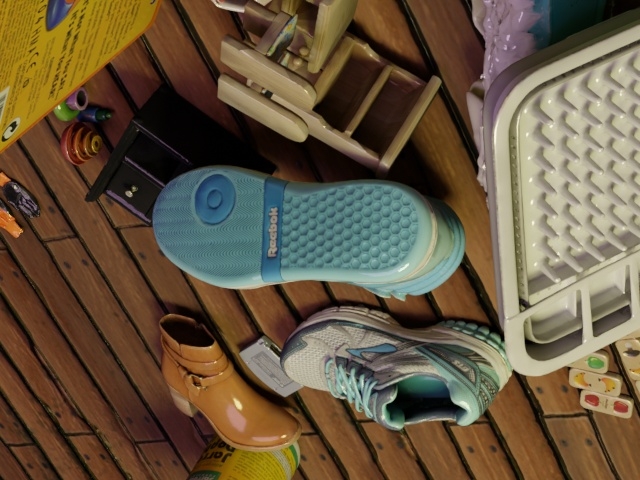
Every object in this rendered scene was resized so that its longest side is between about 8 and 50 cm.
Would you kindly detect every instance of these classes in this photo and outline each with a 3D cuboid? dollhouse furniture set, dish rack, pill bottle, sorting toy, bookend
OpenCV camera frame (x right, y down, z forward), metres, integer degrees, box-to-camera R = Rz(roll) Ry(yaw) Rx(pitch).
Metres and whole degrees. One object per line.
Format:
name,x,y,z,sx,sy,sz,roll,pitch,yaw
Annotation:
dollhouse furniture set,0.030,-0.176,1.312,0.161,0.212,0.242,30,163,4
dish rack,0.260,-0.059,1.276,0.072,0.285,0.333,48,156,46
pill bottle,-0.115,0.323,1.823,0.117,0.208,0.118,16,134,17
sorting toy,-0.263,-0.135,1.610,0.042,0.061,0.102,2,110,26
bookend,-0.158,-0.064,1.605,0.156,0.072,0.157,36,136,-5

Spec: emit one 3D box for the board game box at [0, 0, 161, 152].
board game box,-0.337,-0.327,1.249,0.356,0.356,0.356,35,136,6

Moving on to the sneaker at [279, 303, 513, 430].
sneaker,0.068,0.149,1.630,0.283,0.122,0.110,-1,127,29

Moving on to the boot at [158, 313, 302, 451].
boot,-0.118,0.175,1.785,0.197,0.073,0.152,17,138,22

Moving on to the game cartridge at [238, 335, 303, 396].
game cartridge,-0.059,0.156,1.784,0.083,0.017,0.056,45,131,-13

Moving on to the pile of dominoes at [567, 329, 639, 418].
pile of dominoes,0.320,0.106,1.512,0.196,0.040,0.251,-10,122,35

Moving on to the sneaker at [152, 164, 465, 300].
sneaker,0.000,0.000,1.492,0.319,0.208,0.127,7,87,28

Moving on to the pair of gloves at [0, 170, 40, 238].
pair of gloves,-0.386,-0.045,1.793,0.074,0.010,0.083,44,132,-10

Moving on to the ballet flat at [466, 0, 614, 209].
ballet flat,0.194,-0.159,1.311,0.147,0.147,0.409,13,130,19

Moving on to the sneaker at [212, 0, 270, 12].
sneaker,-0.098,-0.271,1.392,0.134,0.070,0.051,38,138,-5
